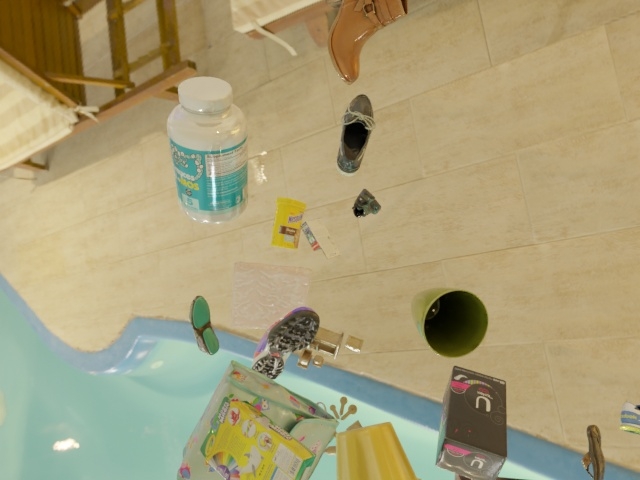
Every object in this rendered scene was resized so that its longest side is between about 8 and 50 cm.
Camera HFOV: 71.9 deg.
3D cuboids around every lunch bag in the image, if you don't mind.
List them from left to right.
[{"bbox_3d":[-0.119,0.408,0.895,0.262,0.160,0.223,30,85,-7],"label":"lunch bag"}]

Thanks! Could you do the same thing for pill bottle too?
[{"bbox_3d":[-0.214,-0.170,0.854,0.146,0.146,0.264,36,140,27],"label":"pill bottle"}]

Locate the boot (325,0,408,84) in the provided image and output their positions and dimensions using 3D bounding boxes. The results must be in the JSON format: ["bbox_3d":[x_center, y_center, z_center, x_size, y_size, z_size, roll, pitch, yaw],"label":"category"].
[{"bbox_3d":[0.090,-0.398,0.816,0.153,0.073,0.197,4,117,32],"label":"boot"}]

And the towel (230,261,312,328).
[{"bbox_3d":[-0.220,0.247,1.933,0.332,0.053,0.316,5,112,-10],"label":"towel"}]

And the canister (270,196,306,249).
[{"bbox_3d":[-0.114,-0.058,1.556,0.073,0.126,0.169,9,89,29],"label":"canister"}]

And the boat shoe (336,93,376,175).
[{"bbox_3d":[0.096,-0.299,1.192,0.095,0.079,0.254,19,69,-1],"label":"boat shoe"}]

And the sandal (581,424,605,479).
[{"bbox_3d":[0.894,0.718,1.459,0.060,0.090,0.219,-9,90,45],"label":"sandal"}]

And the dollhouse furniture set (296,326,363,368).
[{"bbox_3d":[0.032,0.398,1.504,0.182,0.161,0.101,19,135,10],"label":"dollhouse furniture set"}]

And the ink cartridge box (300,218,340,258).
[{"bbox_3d":[0.000,0.000,1.150,0.029,0.063,0.115,-38,76,37],"label":"ink cartridge box"}]

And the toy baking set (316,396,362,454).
[{"bbox_3d":[0.047,0.691,1.637,0.256,0.030,0.196,-20,54,23],"label":"toy baking set"}]

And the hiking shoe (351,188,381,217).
[{"bbox_3d":[0.189,-0.147,1.910,0.114,0.227,0.086,-43,67,5],"label":"hiking shoe"}]

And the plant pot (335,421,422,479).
[{"bbox_3d":[0.146,0.636,1.205,0.254,0.254,0.238,-27,61,29],"label":"plant pot"}]

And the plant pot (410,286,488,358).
[{"bbox_3d":[0.492,0.304,1.834,0.275,0.293,0.274,-1,97,-11],"label":"plant pot"}]

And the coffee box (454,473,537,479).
[{"bbox_3d":[0.605,0.894,1.478,0.297,0.119,0.168,-22,39,42],"label":"coffee box"}]

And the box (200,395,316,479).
[{"bbox_3d":[-0.104,0.328,0.680,0.179,0.043,0.105,24,87,32],"label":"box"}]

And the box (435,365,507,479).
[{"bbox_3d":[0.443,0.530,1.292,0.165,0.270,0.143,13,124,13],"label":"box"}]

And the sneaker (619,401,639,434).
[{"bbox_3d":[0.690,0.378,0.922,0.053,0.144,0.059,136,148,-57],"label":"sneaker"}]

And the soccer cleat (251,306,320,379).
[{"bbox_3d":[-0.098,0.247,1.155,0.116,0.109,0.318,-89,24,-45],"label":"soccer cleat"}]

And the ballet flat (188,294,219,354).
[{"bbox_3d":[-0.205,0.144,0.749,0.041,0.041,0.114,4,116,32],"label":"ballet flat"}]
